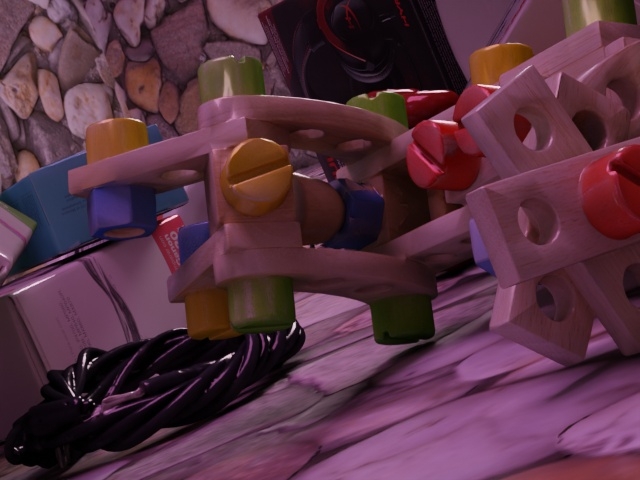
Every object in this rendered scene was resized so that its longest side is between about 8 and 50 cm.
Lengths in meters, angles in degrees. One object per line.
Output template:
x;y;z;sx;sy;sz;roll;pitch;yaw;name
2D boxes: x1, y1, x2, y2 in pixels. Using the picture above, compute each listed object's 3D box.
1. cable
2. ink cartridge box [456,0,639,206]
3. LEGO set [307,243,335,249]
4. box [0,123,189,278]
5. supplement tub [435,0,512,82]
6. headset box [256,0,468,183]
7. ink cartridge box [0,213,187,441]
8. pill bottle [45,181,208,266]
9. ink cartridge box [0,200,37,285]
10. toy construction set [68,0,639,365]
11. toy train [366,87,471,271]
-0.081;0.068;1.013;0.150;0.047;0.184;-21;4;21;cable
0.138;-0.103;0.982;0.153;0.087;0.208;-60;1;30;ink cartridge box
0.001;0.000;1.599;0.054;0.023;0.083;-20;5;39;LEGO set
-0.182;-0.023;1.386;0.100;0.060;0.244;-23;2;-21;box
0.271;-0.218;1.435;0.325;0.235;0.235;-24;4;-16;supplement tub
0.073;-0.140;1.651;0.110;0.218;0.293;-25;5;-26;headset box
-0.192;0.069;1.309;0.158;0.092;0.218;-21;6;30;ink cartridge box
-0.140;0.018;1.563;0.193;0.108;0.108;-20;5;43;pill bottle
-0.259;0.056;1.005;0.207;0.119;0.353;-57;7;0;ink cartridge box
0.055;-0.029;0.782;0.215;0.151;0.328;3;-2;-31;toy construction set
0.115;-0.040;1.106;0.143;0.105;0.248;-7;6;-10;toy train
